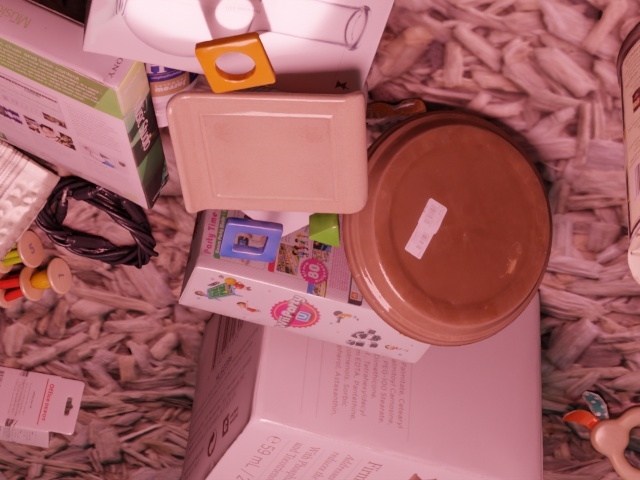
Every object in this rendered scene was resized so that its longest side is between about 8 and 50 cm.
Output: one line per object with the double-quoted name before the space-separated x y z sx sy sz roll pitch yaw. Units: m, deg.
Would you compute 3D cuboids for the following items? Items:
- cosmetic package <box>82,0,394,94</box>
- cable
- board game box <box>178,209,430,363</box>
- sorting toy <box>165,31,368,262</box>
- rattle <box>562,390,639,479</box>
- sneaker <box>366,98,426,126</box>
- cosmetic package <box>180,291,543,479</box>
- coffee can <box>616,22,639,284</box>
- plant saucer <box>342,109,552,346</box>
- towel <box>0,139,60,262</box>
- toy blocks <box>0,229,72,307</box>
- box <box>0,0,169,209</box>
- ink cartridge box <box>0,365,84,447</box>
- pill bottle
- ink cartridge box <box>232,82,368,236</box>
"cosmetic package" -0.049 -0.325 1.302 0.284 0.097 0.377 9 129 -14
"cable" -0.299 -0.014 1.869 0.151 0.047 0.184 -9 141 20
"board game box" 0.000 0.000 1.699 0.303 0.224 0.097 15 145 -11
"sorting toy" -0.050 -0.098 1.433 0.196 0.047 0.347 -1 143 3
"rattle" 0.472 0.294 2.170 0.200 0.143 0.130 20 111 7
"sneaker" 0.085 -0.143 1.655 0.083 0.032 0.037 -3 141 13
"cosmetic package" 0.054 0.221 1.894 0.394 0.327 0.329 16 141 -14
"coffee can" 0.419 -0.092 1.471 0.202 0.275 0.201 4 143 3
"plant saucer" 0.158 -0.015 1.624 0.278 0.277 0.041 23 169 -21
"towel" -0.531 -0.044 1.740 0.312 0.056 0.324 34 102 -23
"toy blocks" -0.443 0.045 1.962 0.148 0.054 0.123 -14 139 25
"box" -0.292 -0.160 1.542 0.232 0.058 0.322 25 162 8
"ink cartridge box" -0.472 0.264 2.210 0.180 0.104 0.060 11 142 -5
"pill bottle" -0.186 -0.216 1.535 0.112 0.112 0.186 6 143 1
"ink cartridge box" -0.035 -0.123 1.583 0.128 0.176 0.127 -25 135 36
